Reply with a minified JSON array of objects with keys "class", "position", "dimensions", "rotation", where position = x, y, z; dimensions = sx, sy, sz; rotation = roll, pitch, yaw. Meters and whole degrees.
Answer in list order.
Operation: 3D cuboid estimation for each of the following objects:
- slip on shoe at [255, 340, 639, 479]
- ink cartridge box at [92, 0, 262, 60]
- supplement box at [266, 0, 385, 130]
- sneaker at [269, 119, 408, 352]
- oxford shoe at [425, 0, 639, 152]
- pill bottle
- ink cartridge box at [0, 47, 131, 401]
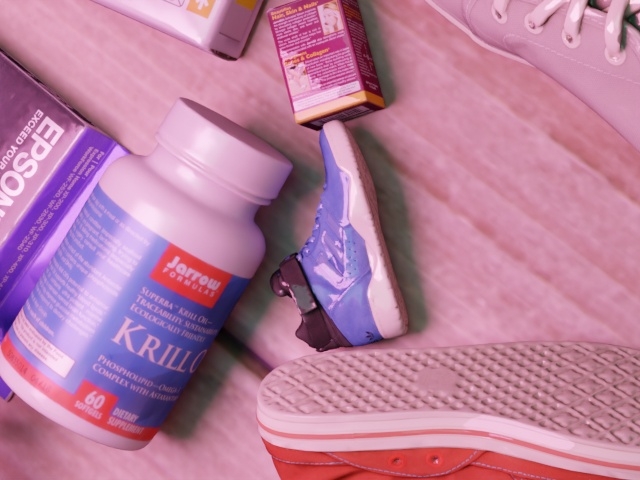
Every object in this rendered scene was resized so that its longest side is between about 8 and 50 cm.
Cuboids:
[{"class":"slip on shoe","position":[0.123,0.132,1.215],"dimensions":[0.331,0.123,0.101],"rotation":[-1,118,15]},{"class":"ink cartridge box","position":[-0.135,-0.324,1.363],"dimensions":[0.304,0.072,0.307],"rotation":[25,92,21]},{"class":"supplement box","position":[0.004,-0.123,1.304],"dimensions":[0.055,0.043,0.083],"rotation":[-16,81,19]},{"class":"sneaker","position":[0.000,0.000,1.287],"dimensions":[0.085,0.058,0.152],"rotation":[-16,87,10]},{"class":"oxford shoe","position":[0.186,-0.155,1.196],"dimensions":[0.449,0.130,0.169],"rotation":[43,102,19]},{"class":"pill bottle","position":[-0.114,0.020,1.292],"dimensions":[0.124,0.124,0.221],"rotation":[34,98,19]},{"class":"ink cartridge box","position":[-0.250,-0.025,1.390],"dimensions":[0.208,0.045,0.206],"rotation":[38,99,17]}]
